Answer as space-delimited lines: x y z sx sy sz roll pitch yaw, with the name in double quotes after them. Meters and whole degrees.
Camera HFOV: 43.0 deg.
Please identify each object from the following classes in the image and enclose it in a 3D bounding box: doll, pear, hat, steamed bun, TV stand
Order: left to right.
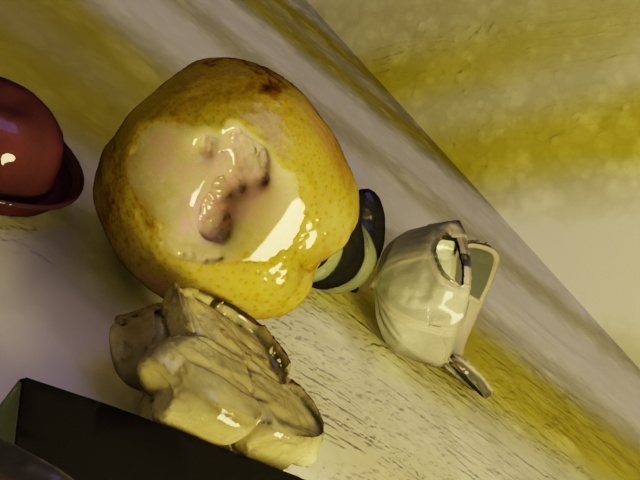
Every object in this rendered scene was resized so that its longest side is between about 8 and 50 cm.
-0.318 -0.106 0.792 0.205 0.089 0.205 35 22 -16 "hat"
-0.107 0.194 0.575 0.269 0.083 0.088 30 22 -31 "TV stand"
-0.102 0.130 0.686 0.192 0.106 0.177 28 18 -53 "steamed bun"
-0.093 -0.047 0.842 0.271 0.271 0.271 35 21 -16 "pear"
0.002 0.000 1.075 0.234 0.144 0.135 16 60 -66 "doll"
0.171 0.100 1.164 0.275 0.161 0.232 50 45 -46 "hat"

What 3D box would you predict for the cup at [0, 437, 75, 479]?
-0.165 0.250 0.248 0.301 0.227 0.257 67 30 -15 "cup"
